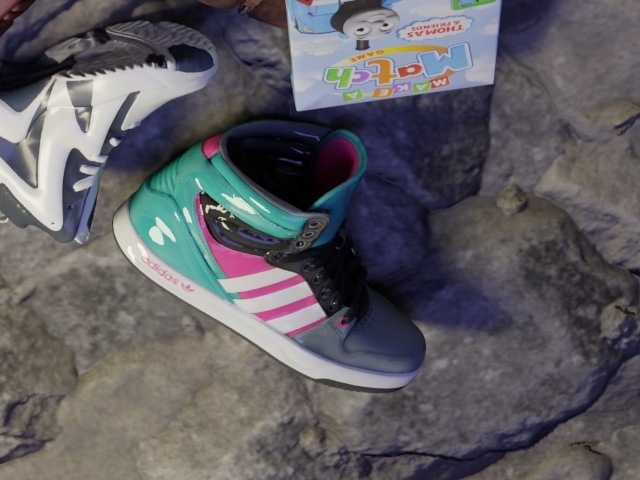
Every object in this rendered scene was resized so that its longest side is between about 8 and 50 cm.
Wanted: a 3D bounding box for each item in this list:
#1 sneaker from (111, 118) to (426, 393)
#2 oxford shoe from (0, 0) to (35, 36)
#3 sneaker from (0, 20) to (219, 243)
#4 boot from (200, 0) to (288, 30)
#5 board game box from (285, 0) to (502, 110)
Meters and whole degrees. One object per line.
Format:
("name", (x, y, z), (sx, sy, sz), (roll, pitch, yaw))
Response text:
("sneaker", (0.000, 0.000, 1.485), (0.295, 0.124, 0.178), (29, 128, -21))
("oxford shoe", (-0.375, -0.140, 1.348), (0.397, 0.140, 0.146), (-31, 97, 4))
("sneaker", (-0.175, -0.074, 1.424), (0.235, 0.094, 0.153), (-15, 121, 7))
("boot", (0.031, -0.236, 1.357), (0.248, 0.090, 0.207), (16, 137, -19))
("board game box", (0.053, -0.172, 1.351), (0.160, 0.039, 0.211), (-8, 155, -1))
